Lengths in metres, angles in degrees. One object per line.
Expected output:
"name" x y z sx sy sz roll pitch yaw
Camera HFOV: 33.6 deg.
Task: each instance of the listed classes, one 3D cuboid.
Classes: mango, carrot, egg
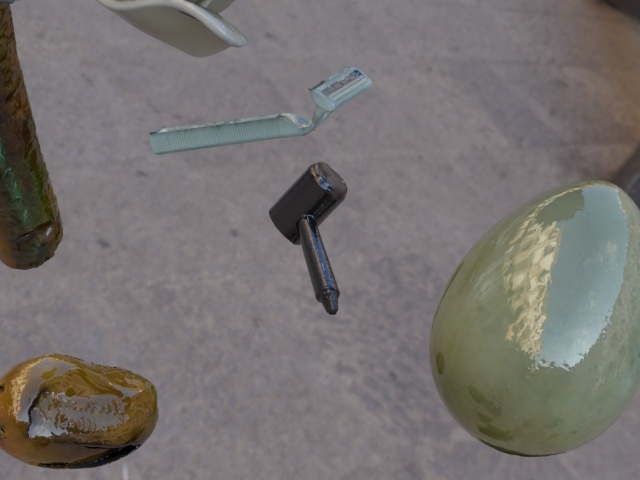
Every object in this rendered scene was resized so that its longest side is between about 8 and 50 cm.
"mango" -0.341 0.231 1.467 0.248 0.156 0.151 2 15 -35
"carrot" -0.224 -0.091 0.711 0.070 0.260 0.070 -3 41 3
"egg" 0.233 0.076 1.082 0.218 0.296 0.218 23 1 0

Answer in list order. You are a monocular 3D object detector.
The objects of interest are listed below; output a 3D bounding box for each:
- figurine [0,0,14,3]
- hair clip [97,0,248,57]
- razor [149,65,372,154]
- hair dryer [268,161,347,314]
"figurine" -0.170 -0.162 0.554 0.060 0.106 0.047 21 -7 23
"hair clip" -0.191 -0.300 1.341 0.282 0.113 0.172 9 -10 40
"razor" -0.080 -0.134 1.232 0.111 0.277 0.056 -42 115 -56
"hair dryer" -0.001 0.001 1.481 0.070 0.114 0.248 28 28 -32
